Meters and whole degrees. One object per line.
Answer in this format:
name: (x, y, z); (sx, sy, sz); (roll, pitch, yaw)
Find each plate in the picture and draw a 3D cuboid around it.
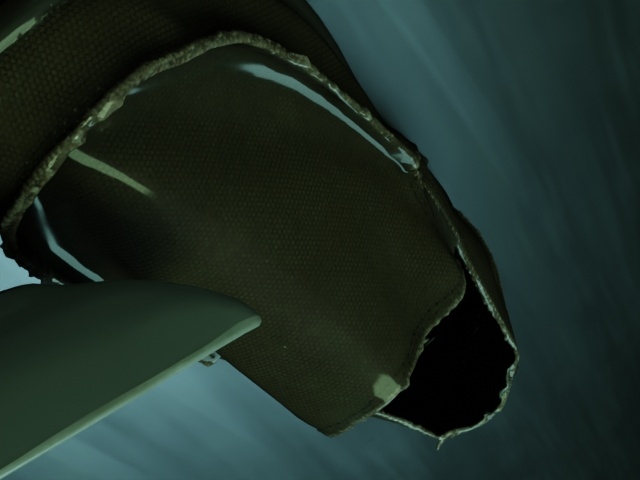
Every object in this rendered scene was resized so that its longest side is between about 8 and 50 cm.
plate: (-0.197, 0.079, 0.393); (0.277, 0.045, 0.278); (-20, -176, 38)

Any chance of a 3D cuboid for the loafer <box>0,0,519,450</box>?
loafer: (0.000, 0.000, 0.537); (0.134, 0.130, 0.366); (-46, 150, 11)
